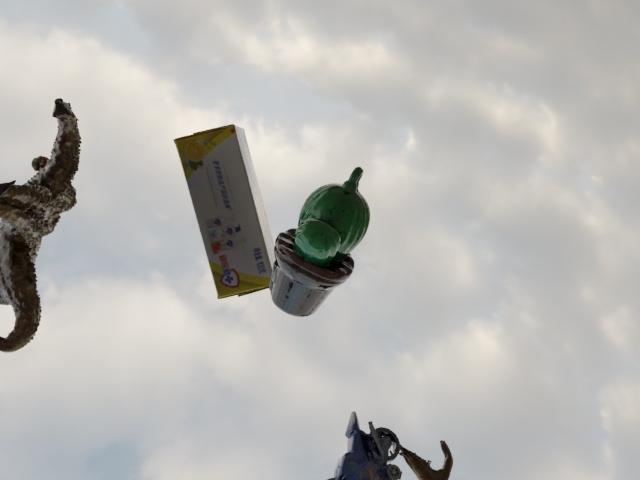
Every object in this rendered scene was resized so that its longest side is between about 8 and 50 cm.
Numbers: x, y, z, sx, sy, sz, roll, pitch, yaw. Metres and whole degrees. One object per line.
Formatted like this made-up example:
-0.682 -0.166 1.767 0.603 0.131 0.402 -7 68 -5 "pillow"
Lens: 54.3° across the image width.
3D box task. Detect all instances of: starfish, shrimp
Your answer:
-0.384 -0.016 0.803 0.113 0.303 0.311 16 -106 -17 "starfish"
0.195 0.401 1.156 0.127 0.025 0.091 39 -113 -15 "shrimp"

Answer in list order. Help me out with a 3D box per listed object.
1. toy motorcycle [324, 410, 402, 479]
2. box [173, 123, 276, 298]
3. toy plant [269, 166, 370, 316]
0.067 0.395 1.048 0.114 0.076 0.205 28 -132 -4 "toy motorcycle"
-0.146 -0.050 1.027 0.097 0.168 0.264 -14 -84 0 "box"
0.000 0.000 0.776 0.105 0.200 0.143 27 -158 11 "toy plant"
